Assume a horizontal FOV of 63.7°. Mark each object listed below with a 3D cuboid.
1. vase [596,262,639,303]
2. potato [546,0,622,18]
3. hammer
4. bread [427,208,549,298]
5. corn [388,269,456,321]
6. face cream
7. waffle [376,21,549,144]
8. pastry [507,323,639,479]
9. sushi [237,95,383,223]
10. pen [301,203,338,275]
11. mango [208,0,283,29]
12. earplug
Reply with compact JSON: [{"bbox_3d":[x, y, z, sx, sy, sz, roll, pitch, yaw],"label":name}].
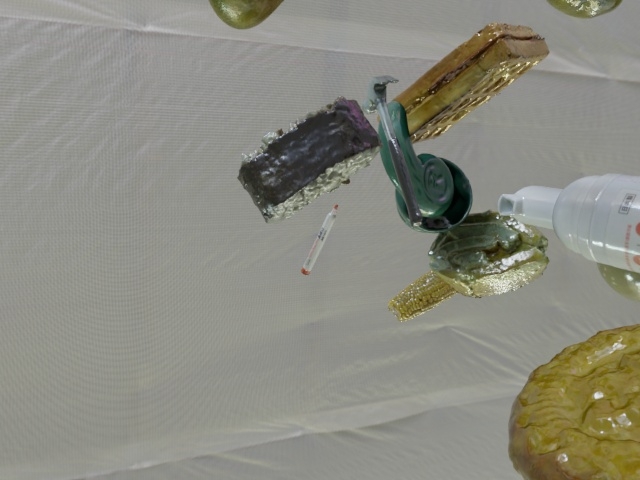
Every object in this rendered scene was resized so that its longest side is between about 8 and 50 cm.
[{"bbox_3d":[0.797,-0.008,1.120,0.241,0.302,0.329,42,-96,-1],"label":"vase"},{"bbox_3d":[0.790,-0.755,1.542,0.248,0.169,0.144,7,-115,-9],"label":"potato"},{"bbox_3d":[0.114,-0.138,0.774,0.029,0.103,0.246,-10,-110,-12],"label":"hammer"},{"bbox_3d":[0.369,0.021,1.130,0.124,0.257,0.186,30,-119,-37],"label":"bread"},{"bbox_3d":[0.330,0.125,1.442,0.310,0.101,0.101,-29,-69,-19],"label":"corn"},{"bbox_3d":[0.462,-0.032,0.793,0.145,0.369,0.145,-12,-69,-34],"label":"face cream"},{"bbox_3d":[0.293,-0.324,1.088,0.224,0.327,0.098,-25,-97,-44],"label":"waffle"},{"bbox_3d":[0.262,0.140,0.381,0.235,0.240,0.132,-43,-71,-37],"label":"pastry"},{"bbox_3d":[-0.012,-0.085,0.540,0.150,0.090,0.078,-32,-97,4],"label":"sushi"},{"bbox_3d":[0.000,0.000,1.287,0.026,0.026,0.218,11,-56,-23],"label":"pen"},{"bbox_3d":[-0.040,-0.311,0.492,0.228,0.099,0.136,-62,-36,-9],"label":"mango"},{"bbox_3d":[0.199,-0.123,1.086,0.257,0.280,0.164,35,-104,13],"label":"earplug"}]
